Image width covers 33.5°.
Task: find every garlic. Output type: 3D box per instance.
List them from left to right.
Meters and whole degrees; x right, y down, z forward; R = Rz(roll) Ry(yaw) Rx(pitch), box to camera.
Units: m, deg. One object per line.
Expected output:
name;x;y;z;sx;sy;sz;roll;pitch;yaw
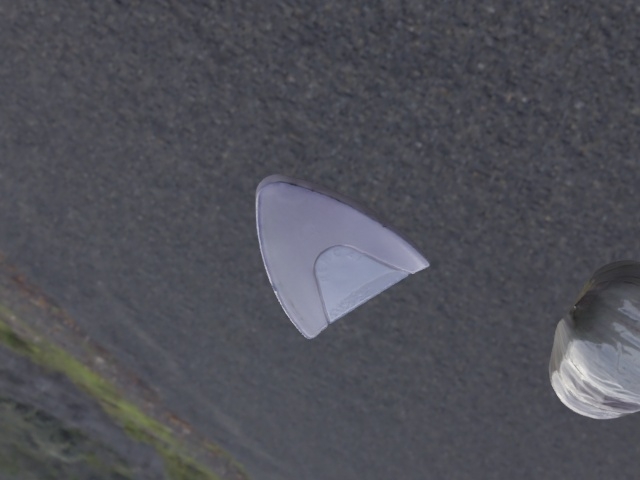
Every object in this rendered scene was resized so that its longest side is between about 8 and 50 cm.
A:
garlic;0.577;0.183;1.971;0.259;0.317;0.317;41;163;10

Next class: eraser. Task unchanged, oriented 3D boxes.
eraser;0.000;-0.001;1.407;0.204;0.059;0.243;-32;119;15
